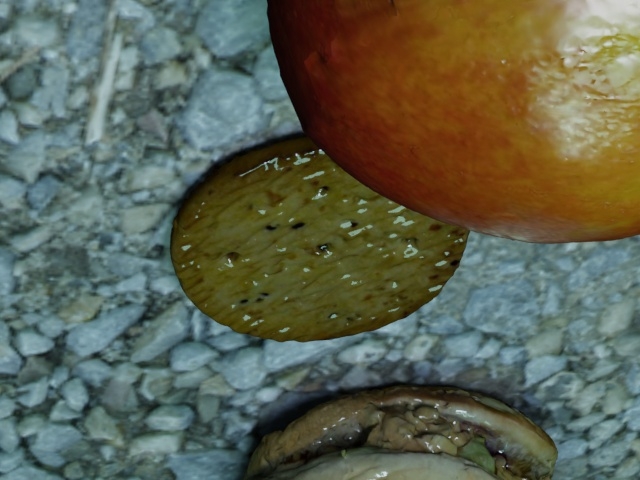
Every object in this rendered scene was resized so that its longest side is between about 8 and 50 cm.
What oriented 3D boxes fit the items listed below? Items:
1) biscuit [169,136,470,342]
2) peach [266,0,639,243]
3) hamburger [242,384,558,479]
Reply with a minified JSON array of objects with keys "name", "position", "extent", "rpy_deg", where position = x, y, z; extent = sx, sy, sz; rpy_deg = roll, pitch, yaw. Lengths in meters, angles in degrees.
[{"name":"biscuit","position":[0.000,-0.001,1.217],"extent":[0.188,0.027,0.188],"rpy_deg":[-5,139,-4]},{"name":"peach","position":[0.109,-0.118,0.930],"extent":[0.281,0.238,0.281],"rpy_deg":[-2,175,0]},{"name":"hamburger","position":[0.061,0.214,1.405],"extent":[0.243,0.146,0.286],"rpy_deg":[-22,141,27]}]
